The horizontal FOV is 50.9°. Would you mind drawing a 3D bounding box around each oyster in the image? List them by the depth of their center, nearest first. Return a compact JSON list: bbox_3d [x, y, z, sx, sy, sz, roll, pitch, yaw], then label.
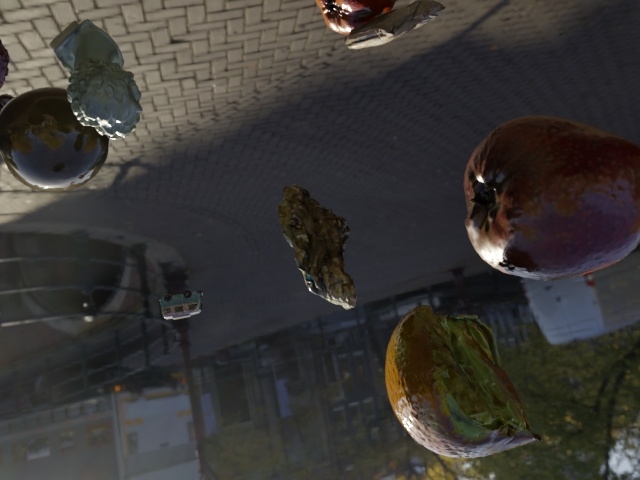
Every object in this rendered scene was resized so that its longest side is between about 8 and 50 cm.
[{"bbox_3d":[0.000,0.000,1.246,0.083,0.223,0.214,-28,-155,19],"label":"oyster"}]

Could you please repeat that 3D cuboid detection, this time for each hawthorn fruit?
[{"bbox_3d":[0.428,-0.081,1.143,0.369,0.284,0.285,-10,168,-2],"label":"hawthorn fruit"},{"bbox_3d":[0.117,-0.650,1.743,0.243,0.207,0.207,-34,179,-26],"label":"hawthorn fruit"}]

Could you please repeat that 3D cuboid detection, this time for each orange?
[{"bbox_3d":[0.235,0.249,1.183,0.334,0.262,0.196,8,151,-44],"label":"orange"}]

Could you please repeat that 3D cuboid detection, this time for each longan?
[{"bbox_3d":[-0.592,-0.217,1.480,0.248,0.248,0.248,-11,168,-2],"label":"longan"}]

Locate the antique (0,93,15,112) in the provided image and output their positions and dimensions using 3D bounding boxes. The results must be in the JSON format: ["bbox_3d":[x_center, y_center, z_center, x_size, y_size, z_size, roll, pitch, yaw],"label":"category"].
[{"bbox_3d":[-0.875,-0.367,1.989,0.143,0.121,0.257,15,-168,40],"label":"antique"}]

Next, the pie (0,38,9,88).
[{"bbox_3d":[-0.629,-0.327,1.191,0.153,0.153,0.038,-12,-165,7],"label":"pie"}]

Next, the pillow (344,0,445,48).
[{"bbox_3d":[0.180,-0.524,1.627,0.173,0.067,0.270,0,-152,47],"label":"pillow"}]

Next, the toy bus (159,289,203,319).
[{"bbox_3d":[-0.406,0.190,1.983,0.123,0.075,0.060,-10,166,-5],"label":"toy bus"}]

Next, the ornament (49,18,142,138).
[{"bbox_3d":[-0.407,-0.307,1.207,0.120,0.285,0.130,-36,148,6],"label":"ornament"}]
